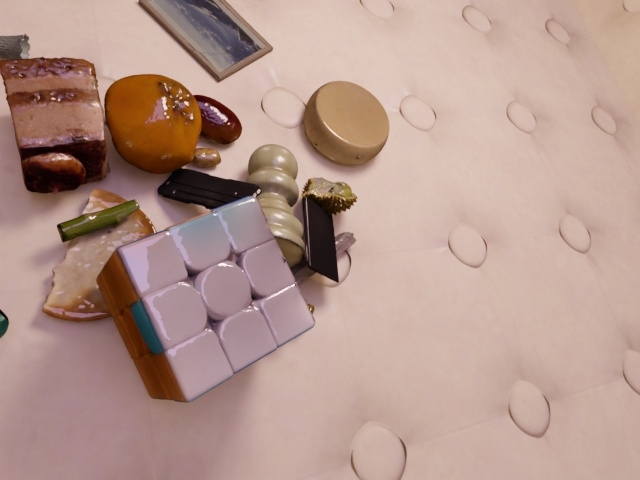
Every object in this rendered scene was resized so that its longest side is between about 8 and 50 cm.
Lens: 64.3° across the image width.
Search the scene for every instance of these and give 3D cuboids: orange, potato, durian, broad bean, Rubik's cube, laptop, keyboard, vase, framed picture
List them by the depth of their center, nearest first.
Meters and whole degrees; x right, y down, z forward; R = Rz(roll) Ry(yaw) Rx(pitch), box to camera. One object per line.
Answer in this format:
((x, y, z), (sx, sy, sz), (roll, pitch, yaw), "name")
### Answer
((-0.238, 0.121, 1.020), (0.290, 0.291, 0.291), (-25, 89, -34), "Rubik's cube")
((-0.396, -0.285, 1.212), (0.248, 0.183, 0.249), (28, 44, -30), "orange")
((-0.787, -0.469, 1.220), (0.148, 0.081, 0.081), (6, 63, -18), "vase")
((-0.272, -0.119, 1.231), (0.262, 0.016, 0.106), (15, 53, 23), "keyboard")
((0.000, 0.000, 1.274), (0.135, 0.016, 0.197), (33, 45, -49), "laptop")
((-0.302, -0.217, 1.334), (0.083, 0.040, 0.051), (4, 74, -21), "potato")
((0.015, -0.112, 1.365), (0.146, 0.103, 0.208), (26, 17, 27), "durian")
((-0.290, -0.325, 1.371), (0.165, 0.084, 0.114), (41, 72, -9), "broad bean")
((-0.338, -0.649, 1.543), (0.335, 0.022, 0.247), (45, 56, 1), "framed picture")

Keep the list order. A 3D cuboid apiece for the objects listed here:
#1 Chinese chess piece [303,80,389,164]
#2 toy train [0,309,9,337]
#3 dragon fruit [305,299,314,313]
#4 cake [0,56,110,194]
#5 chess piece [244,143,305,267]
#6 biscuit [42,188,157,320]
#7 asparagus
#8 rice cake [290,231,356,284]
((0.079, -0.355, 1.539), (0.273, 0.102, 0.274), (11, 60, -20), "Chinese chess piece")
((-0.747, 0.121, 0.926), (0.298, 0.120, 0.194), (44, 49, 1), "toy train")
((-0.100, 0.152, 1.210), (0.175, 0.138, 0.142), (20, 83, -40), "dragon fruit")
((-0.572, -0.236, 1.127), (0.198, 0.196, 0.293), (-10, 69, -30), "cake")
((-0.125, -0.103, 1.292), (0.182, 0.182, 0.331), (13, 56, -18), "chess piece")
((-0.465, 0.043, 1.131), (0.204, 0.040, 0.309), (18, 60, -15), "biscuit")
((-0.484, -0.046, 1.119), (0.178, 0.041, 0.045), (-26, 102, -36), "asparagus")
((-0.007, 0.050, 1.329), (0.269, 0.055, 0.049), (-35, 123, -33), "rice cake")
